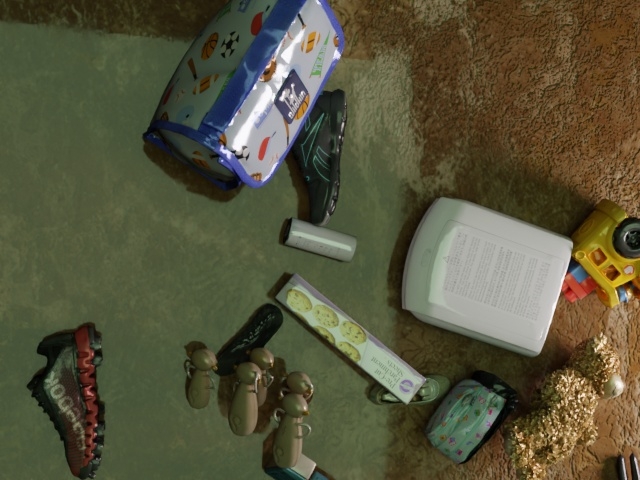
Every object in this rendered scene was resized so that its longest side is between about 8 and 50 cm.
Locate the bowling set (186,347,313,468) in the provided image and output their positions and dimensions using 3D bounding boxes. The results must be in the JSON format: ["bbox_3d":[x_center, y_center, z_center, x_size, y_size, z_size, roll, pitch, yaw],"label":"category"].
[{"bbox_3d":[-0.094,0.264,1.799,0.287,0.200,0.154,26,123,26],"label":"bowling set"}]

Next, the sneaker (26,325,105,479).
[{"bbox_3d":[-0.458,0.295,1.760,0.135,0.097,0.276,-4,88,-12],"label":"sneaker"}]

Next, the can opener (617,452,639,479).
[{"bbox_3d":[0.643,0.533,2.006,0.059,0.073,0.186,1,80,-4],"label":"can opener"}]

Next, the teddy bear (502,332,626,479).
[{"bbox_3d":[0.483,0.339,1.903,0.338,0.113,0.245,-31,121,-28],"label":"teddy bear"}]

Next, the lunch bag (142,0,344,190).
[{"bbox_3d":[-0.129,-0.268,1.689,0.238,0.385,0.328,31,82,-9],"label":"lunch bag"}]

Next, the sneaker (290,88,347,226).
[{"bbox_3d":[-0.009,-0.159,1.872,0.106,0.101,0.268,5,82,2],"label":"sneaker"}]

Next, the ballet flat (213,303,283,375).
[{"bbox_3d":[-0.138,0.193,1.862,0.173,0.049,0.057,-44,125,-4],"label":"ballet flat"}]

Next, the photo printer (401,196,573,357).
[{"bbox_3d":[0.317,0.066,1.918,0.307,0.107,0.256,18,85,-10],"label":"photo printer"}]

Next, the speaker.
[{"bbox_3d":[0.000,0.000,1.880,0.136,0.055,0.055,16,86,-11],"label":"speaker"}]

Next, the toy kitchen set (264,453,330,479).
[{"bbox_3d":[-0.024,0.516,1.812,0.207,0.122,0.166,35,65,-9],"label":"toy kitchen set"}]

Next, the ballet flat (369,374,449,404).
[{"bbox_3d":[0.181,0.301,1.914,0.168,0.052,0.057,-8,91,-12],"label":"ballet flat"}]

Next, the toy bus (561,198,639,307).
[{"bbox_3d":[0.586,0.060,1.965,0.211,0.149,0.220,-43,100,4],"label":"toy bus"}]

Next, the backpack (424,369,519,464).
[{"bbox_3d":[0.291,0.343,1.902,0.115,0.152,0.182,38,85,7],"label":"backpack"}]

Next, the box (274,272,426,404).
[{"bbox_3d":[0.054,0.187,1.858,0.324,0.063,0.067,40,83,2],"label":"box"}]
